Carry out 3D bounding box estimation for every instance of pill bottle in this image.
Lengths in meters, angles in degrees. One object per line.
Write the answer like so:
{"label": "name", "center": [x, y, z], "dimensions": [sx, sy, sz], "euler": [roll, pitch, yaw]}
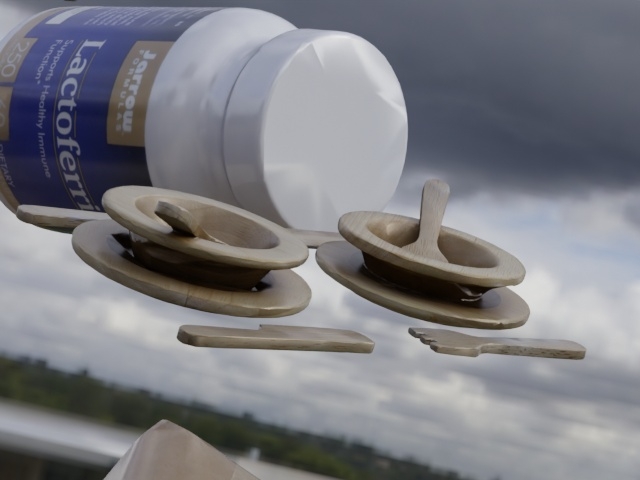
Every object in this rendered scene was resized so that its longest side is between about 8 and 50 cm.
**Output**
{"label": "pill bottle", "center": [-0.083, -0.070, 1.193], "dimensions": [0.265, 0.153, 0.153], "euler": [6, -10, 44]}

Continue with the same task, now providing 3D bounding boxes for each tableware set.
{"label": "tableware set", "center": [0.000, 0.000, 0.704], "dimensions": [0.194, 0.039, 0.128], "euler": [5, 18, -39]}

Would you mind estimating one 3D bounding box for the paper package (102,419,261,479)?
{"label": "paper package", "center": [-0.107, 0.296, 0.818], "dimensions": [0.168, 0.309, 0.325], "euler": [31, 34, -10]}
